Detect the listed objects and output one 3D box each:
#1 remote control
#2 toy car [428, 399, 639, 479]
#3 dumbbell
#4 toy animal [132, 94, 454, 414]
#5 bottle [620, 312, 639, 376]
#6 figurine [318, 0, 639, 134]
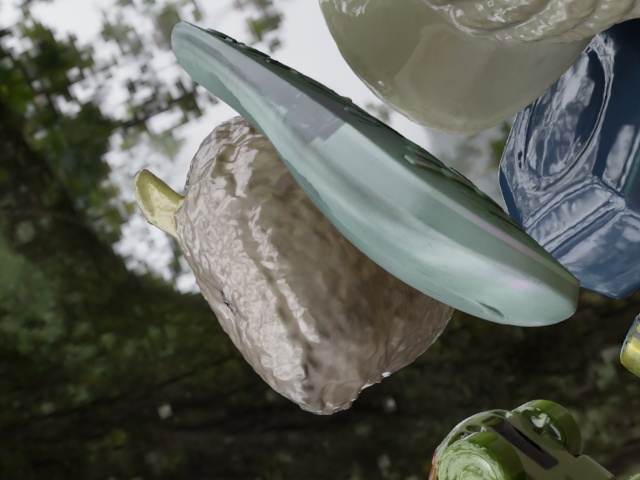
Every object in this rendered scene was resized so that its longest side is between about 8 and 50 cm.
[{"bbox_3d":[0.012,-0.030,0.649,0.097,0.045,0.256,31,-173,-38],"label":"remote control"},{"bbox_3d":[0.183,0.279,1.435,0.145,0.235,0.235,-17,-96,-53],"label":"toy car"},{"bbox_3d":[0.260,-0.015,0.861,0.325,0.160,0.144,18,178,-20],"label":"dumbbell"},{"bbox_3d":[0.001,-0.001,1.225,0.226,0.188,0.358,57,-172,3],"label":"toy animal"},{"bbox_3d":[0.328,0.116,1.005,0.286,0.082,0.082,32,-177,20],"label":"bottle"},{"bbox_3d":[0.068,-0.216,0.803,0.332,0.185,0.204,-110,27,-44],"label":"figurine"}]
